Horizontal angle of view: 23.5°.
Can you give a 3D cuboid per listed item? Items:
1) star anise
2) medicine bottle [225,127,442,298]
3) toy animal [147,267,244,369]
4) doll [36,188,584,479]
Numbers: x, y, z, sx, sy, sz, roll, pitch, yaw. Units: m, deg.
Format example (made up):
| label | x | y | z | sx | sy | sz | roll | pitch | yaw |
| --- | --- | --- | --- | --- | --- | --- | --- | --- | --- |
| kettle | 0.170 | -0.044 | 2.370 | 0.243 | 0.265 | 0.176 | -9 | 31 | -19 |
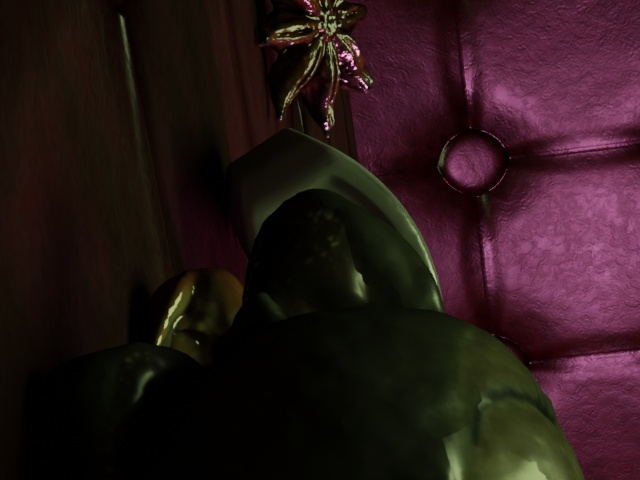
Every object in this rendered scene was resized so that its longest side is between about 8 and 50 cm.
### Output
| label | x | y | z | sx | sy | sz | roll | pitch | yaw |
| --- | --- | --- | --- | --- | --- | --- | --- | --- | --- |
| star anise | -0.026 | -0.252 | 1.778 | 0.272 | 0.102 | 0.272 | -8 | 100 | -58 |
| medicine bottle | 0.000 | 0.000 | 1.243 | 0.179 | 0.124 | 0.324 | 56 | 0 | -10 |
| toy animal | -0.060 | 0.086 | 0.982 | 0.312 | 0.097 | 0.158 | 64 | 8 | -69 |
| doll | 0.008 | 0.194 | 0.746 | 0.382 | 0.252 | 0.378 | 55 | -40 | 11 |
